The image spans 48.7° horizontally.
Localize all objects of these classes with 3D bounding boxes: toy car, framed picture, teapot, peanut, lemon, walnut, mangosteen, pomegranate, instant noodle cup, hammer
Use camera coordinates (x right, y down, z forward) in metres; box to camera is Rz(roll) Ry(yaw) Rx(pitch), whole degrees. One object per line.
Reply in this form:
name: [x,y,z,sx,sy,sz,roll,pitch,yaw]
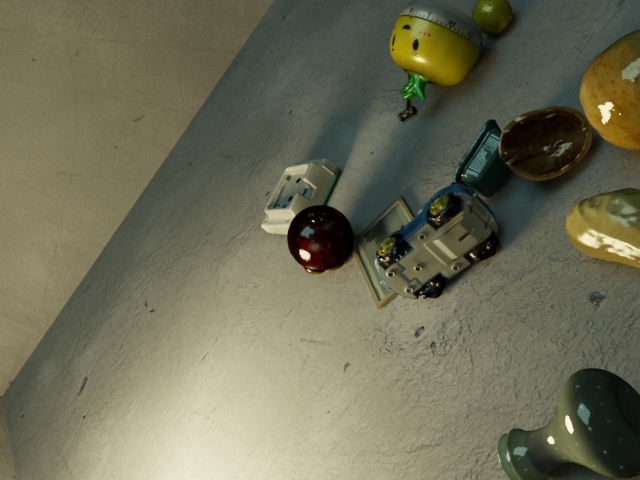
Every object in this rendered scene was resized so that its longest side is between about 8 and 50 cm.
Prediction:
toy car: [0.267,0.000,1.690,0.314,0.198,0.166,-41,25,22]
framed picture: [0.191,0.025,1.915,0.213,0.016,0.289,-44,35,17]
teapot: [0.431,0.339,1.214,0.251,0.183,0.184,-42,34,37]
peanut: [0.600,-0.022,1.332,0.148,0.147,0.319,-59,31,-6]
lemon: [0.494,-0.653,2.046,0.133,0.109,0.109,22,79,41]
walnut: [0.519,-0.215,1.629,0.211,0.087,0.167,-16,75,14]
mangosteen: [0.000,0.000,2.014,0.209,0.210,0.210,-32,40,31]
pomegranate: [0.655,-0.307,1.421,0.260,0.260,0.260,-32,40,31]
instant noodle cup: [0.409,-0.187,1.723,0.070,0.157,0.179,34,89,34]
hammer: [0.281,-0.494,2.252,0.058,0.029,0.292,-24,42,35]

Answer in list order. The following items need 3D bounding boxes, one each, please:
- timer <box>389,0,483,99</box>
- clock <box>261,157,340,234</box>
timer: [0.312,-0.525,2.039,0.285,0.285,0.285,-32,40,31]
clock: [-0.082,-0.150,2.324,0.231,0.116,0.262,5,65,54]
